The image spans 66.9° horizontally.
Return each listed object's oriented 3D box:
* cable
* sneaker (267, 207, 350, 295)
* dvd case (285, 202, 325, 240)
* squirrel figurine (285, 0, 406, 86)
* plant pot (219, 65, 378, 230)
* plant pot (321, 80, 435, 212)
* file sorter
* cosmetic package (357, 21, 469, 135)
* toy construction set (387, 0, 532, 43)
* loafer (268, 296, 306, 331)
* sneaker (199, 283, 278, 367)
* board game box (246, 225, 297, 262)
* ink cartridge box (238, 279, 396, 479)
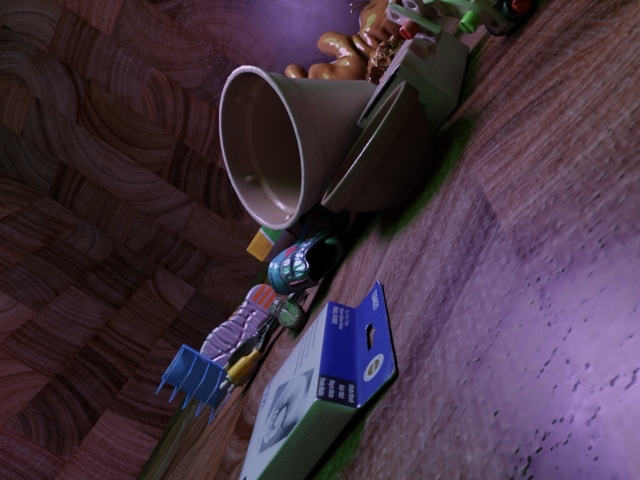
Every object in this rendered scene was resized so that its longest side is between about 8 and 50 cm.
[{"bbox_3d":[-0.118,0.228,1.115,0.287,0.072,0.139,-44,-10,2],"label":"cable"},{"bbox_3d":[0.011,0.018,0.995,0.125,0.104,0.262,-9,33,42],"label":"sneaker"},{"bbox_3d":[-0.005,-0.105,1.228,0.029,0.179,0.239,-4,51,57],"label":"dvd case"},{"bbox_3d":[0.159,-0.484,1.350,0.370,0.281,0.397,-48,47,13],"label":"squirrel figurine"},{"bbox_3d":[-0.009,-0.220,1.065,0.305,0.334,0.334,-19,-16,-33],"label":"plant pot"},{"bbox_3d":[0.109,-0.129,0.795,0.237,0.109,0.237,-56,6,8],"label":"plant pot"},{"bbox_3d":[-0.327,0.383,1.277,0.118,0.170,0.104,-55,10,11],"label":"file sorter"},{"bbox_3d":[0.194,-0.313,0.972,0.153,0.129,0.296,-52,7,41],"label":"cosmetic package"},{"bbox_3d":[0.263,-0.460,0.786,0.328,0.215,0.151,-56,6,11],"label":"toy construction set"},{"bbox_3d":[-0.058,0.147,0.972,0.056,0.050,0.148,-61,22,-4],"label":"loafer"},{"bbox_3d":[-0.248,0.287,1.470,0.321,0.124,0.180,-48,-3,-31],"label":"sneaker"},{"bbox_3d":[-0.086,-0.036,1.514,0.242,0.064,0.316,-57,-14,1],"label":"board game box"},{"bbox_3d":[-0.007,0.158,0.543,0.224,0.045,0.223,-55,7,15],"label":"ink cartridge box"}]
